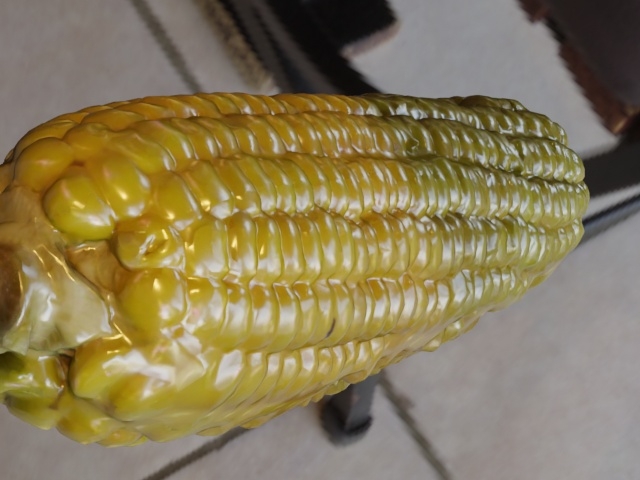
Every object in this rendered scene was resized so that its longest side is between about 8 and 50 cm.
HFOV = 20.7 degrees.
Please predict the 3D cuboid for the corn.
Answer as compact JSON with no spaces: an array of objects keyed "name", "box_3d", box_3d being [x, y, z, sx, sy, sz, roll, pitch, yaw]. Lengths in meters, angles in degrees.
[{"name":"corn","box_3d":[0.000,0.000,0.660,0.363,0.120,0.120,-10,65,-56]}]
